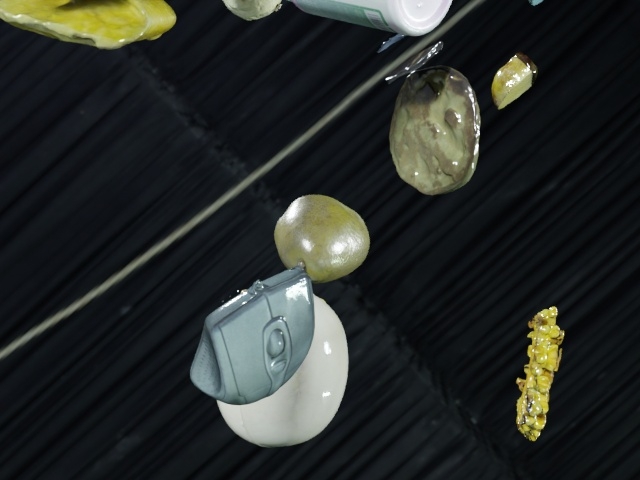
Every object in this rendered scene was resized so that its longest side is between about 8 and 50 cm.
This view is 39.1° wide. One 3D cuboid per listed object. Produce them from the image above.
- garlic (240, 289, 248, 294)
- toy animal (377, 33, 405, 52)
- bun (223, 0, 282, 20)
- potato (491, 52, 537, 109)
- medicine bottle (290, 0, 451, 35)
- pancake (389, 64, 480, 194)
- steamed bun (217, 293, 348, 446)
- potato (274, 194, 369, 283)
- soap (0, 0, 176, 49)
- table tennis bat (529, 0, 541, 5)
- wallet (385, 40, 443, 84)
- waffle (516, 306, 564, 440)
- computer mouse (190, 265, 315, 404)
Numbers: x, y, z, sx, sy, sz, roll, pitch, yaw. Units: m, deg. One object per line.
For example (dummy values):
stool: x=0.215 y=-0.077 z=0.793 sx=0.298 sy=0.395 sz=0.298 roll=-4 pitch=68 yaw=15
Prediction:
garlic: x=-0.195 y=0.173 z=2.416 sx=0.053 sy=0.041 sz=0.083 roll=12 pitch=66 yaw=-67
toy animal: x=0.170 y=-0.403 z=1.511 sx=0.062 sy=0.220 sz=0.108 roll=46 pitch=-3 yaw=31
bun: x=-0.184 y=-0.622 z=2.050 sx=0.259 sy=0.160 sz=0.259 roll=163 pitch=-90 yaw=-81
potato: x=0.392 y=-0.332 z=1.886 sx=0.066 sy=0.103 sz=0.096 roll=50 pitch=-5 yaw=17
medicine bottle: x=0.040 y=-0.363 z=1.222 sx=0.274 sy=0.133 sz=0.133 roll=24 pitch=-15 yaw=41
pancake: x=0.255 y=-0.247 z=2.031 sx=0.049 sy=0.294 sz=0.294 roll=-5 pitch=41 yaw=-38
steamed bun: x=-0.092 y=0.296 z=2.119 sx=0.334 sy=0.374 sz=0.334 roll=9 pitch=5 yaw=-1
potato: x=0.000 y=0.000 z=1.742 sx=0.174 sy=0.159 sz=0.251 roll=15 pitch=26 yaw=14
soap: x=-0.439 y=-0.455 z=1.753 sx=0.306 sy=0.115 sz=0.427 roll=6 pitch=17 yaw=-4
table tennis bat: x=0.519 y=-0.589 z=1.879 sx=0.040 sy=0.244 sz=0.153 roll=45 pitch=40 yaw=11
wallet: x=0.201 y=-0.383 z=1.955 sx=0.018 sy=0.082 sz=0.156 roll=50 pitch=-23 yaw=-12
waffle: x=0.381 y=0.236 z=1.590 sx=0.051 sy=0.229 sz=0.231 roll=9 pitch=-23 yaw=7
computer mouse: x=-0.098 y=0.169 z=1.413 sx=0.122 sy=0.188 sz=0.371 roll=50 pitch=-26 yaw=19
